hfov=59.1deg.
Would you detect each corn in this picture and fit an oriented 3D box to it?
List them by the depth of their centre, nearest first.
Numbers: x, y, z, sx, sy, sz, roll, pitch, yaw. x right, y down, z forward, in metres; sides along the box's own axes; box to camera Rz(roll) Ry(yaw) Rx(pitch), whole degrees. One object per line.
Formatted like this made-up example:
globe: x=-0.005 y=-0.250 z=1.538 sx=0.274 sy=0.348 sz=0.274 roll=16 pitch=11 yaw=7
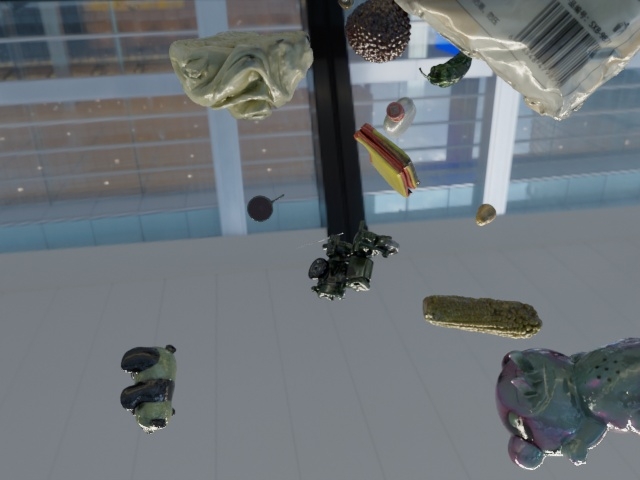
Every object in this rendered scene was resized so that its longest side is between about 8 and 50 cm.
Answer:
corn: x=0.407 y=0.189 z=1.414 sx=0.320 sy=0.097 sz=0.097 roll=8 pitch=-156 yaw=-12

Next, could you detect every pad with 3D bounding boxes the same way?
pad: x=0.000 y=0.000 z=2.031 sx=0.156 sy=0.004 sz=0.232 roll=-16 pitch=-179 yaw=7

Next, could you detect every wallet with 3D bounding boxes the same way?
wallet: x=0.156 y=-0.181 z=1.260 sx=0.141 sy=0.067 sz=0.241 roll=46 pitch=-175 yaw=14

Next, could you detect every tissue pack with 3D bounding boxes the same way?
tissue pack: x=0.366 y=-0.418 z=0.883 sx=0.375 sy=0.390 sz=0.195 roll=43 pitch=-153 yaw=-7

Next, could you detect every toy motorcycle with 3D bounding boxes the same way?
toy motorcycle: x=0.089 y=0.069 z=1.645 sx=0.275 sy=0.127 sz=0.205 roll=-10 pitch=-124 yaw=43

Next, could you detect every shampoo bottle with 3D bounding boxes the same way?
shampoo bottle: x=0.203 y=-0.321 z=1.462 sx=0.051 sy=0.108 sz=0.221 roll=38 pitch=-168 yaw=8

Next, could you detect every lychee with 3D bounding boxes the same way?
lychee: x=0.162 y=-0.580 z=1.565 sx=0.188 sy=0.188 sz=0.188 roll=-1 pitch=-154 yaw=1

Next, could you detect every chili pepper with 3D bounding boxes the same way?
chili pepper: x=0.340 y=-0.448 z=1.426 sx=0.065 sy=0.122 sz=0.279 roll=24 pitch=-123 yaw=31

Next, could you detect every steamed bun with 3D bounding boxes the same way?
steamed bun: x=-0.205 y=-0.445 z=1.566 sx=0.394 sy=0.237 sz=0.346 roll=-7 pitch=-151 yaw=-9

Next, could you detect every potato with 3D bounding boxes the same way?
potato: x=0.570 y=-0.088 z=1.951 sx=0.068 sy=0.062 sz=0.083 roll=46 pitch=-128 yaw=-1

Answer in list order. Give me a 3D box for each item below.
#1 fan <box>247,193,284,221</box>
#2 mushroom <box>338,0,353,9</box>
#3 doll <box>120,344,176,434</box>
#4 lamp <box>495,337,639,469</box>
fan: x=-0.173 y=-0.114 z=1.816 sx=0.133 sy=0.085 sz=0.005 roll=-30 pitch=-175 yaw=-8
mushroom: x=0.100 y=-0.630 z=1.357 sx=0.043 sy=0.068 sz=0.306 roll=-48 pitch=-166 yaw=-8
doll: x=-0.457 y=0.394 z=1.508 sx=0.135 sy=0.143 sz=0.234 roll=-2 pitch=-112 yaw=-3
lamp: x=0.465 y=0.281 z=1.045 sx=0.301 sy=0.247 sz=0.247 roll=-24 pitch=-140 yaw=34
